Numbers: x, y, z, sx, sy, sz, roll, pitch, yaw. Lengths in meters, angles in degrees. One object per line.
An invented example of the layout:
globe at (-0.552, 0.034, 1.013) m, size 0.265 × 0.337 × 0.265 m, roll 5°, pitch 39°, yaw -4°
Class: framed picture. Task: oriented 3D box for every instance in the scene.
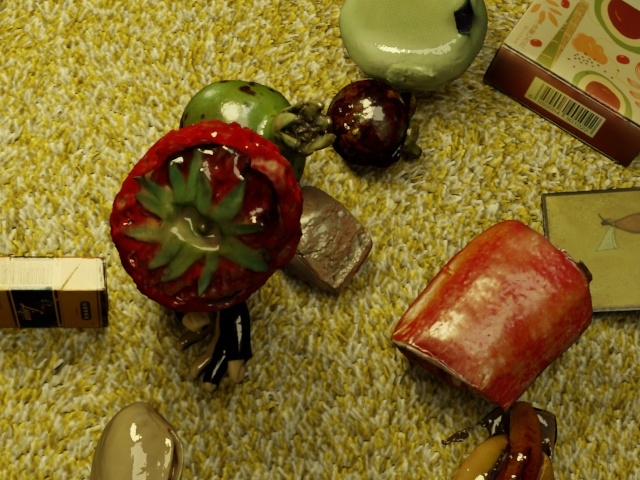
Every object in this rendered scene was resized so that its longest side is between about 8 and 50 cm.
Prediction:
framed picture at (0.590, 0.012, 1.867) m, size 0.338 × 0.014 × 0.255 m, roll -3°, pitch 63°, yaw 10°

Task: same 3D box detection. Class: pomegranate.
pomegranate at (-0.119, -0.183, 1.730) m, size 0.242 × 0.306 × 0.242 m, roll 13°, pitch 57°, yaw -22°

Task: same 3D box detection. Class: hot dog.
hot dog at (0.289, 0.388, 1.630) m, size 0.194 × 0.107 × 0.326 m, roll 18°, pitch 61°, yaw -1°

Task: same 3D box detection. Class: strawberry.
strawberry at (-0.156, -0.042, 1.505) m, size 0.292 × 0.310 × 0.292 m, roll 2°, pitch 98°, yaw 16°

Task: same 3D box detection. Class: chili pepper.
chili pepper at (0.290, 0.143, 1.715) m, size 0.251 × 0.229 × 0.305 m, roll 42°, pitch 74°, yaw 8°

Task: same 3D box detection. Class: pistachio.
pistachio at (-0.279, 0.356, 1.534) m, size 0.152 × 0.126 × 0.223 m, roll -11°, pitch 66°, yaw 22°

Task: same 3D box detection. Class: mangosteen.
mangosteen at (0.100, -0.221, 1.884) m, size 0.184 × 0.172 × 0.172 m, roll -20°, pitch 68°, yaw -38°

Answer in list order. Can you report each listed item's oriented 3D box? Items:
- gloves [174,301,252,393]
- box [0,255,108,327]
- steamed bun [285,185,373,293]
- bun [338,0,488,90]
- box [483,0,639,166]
gloves at (-0.194, 0.102, 1.637) m, size 0.152 × 0.197 × 0.301 m, roll -21°, pitch 70°, yaw 9°
box at (-0.462, 0.083, 1.617) m, size 0.237 × 0.152 × 0.070 m, roll 3°, pitch 62°, yaw -10°
steamed bun at (0.000, 0.000, 1.764) m, size 0.175 × 0.106 × 0.145 m, roll 41°, pitch 64°, yaw -8°
bun at (0.182, -0.394, 1.965) m, size 0.293 × 0.187 × 0.293 m, roll -4°, pitch 53°, yaw 6°
box at (0.581, -0.394, 2.074) m, size 0.344 × 0.122 × 0.385 m, roll 33°, pitch 62°, yaw 7°
